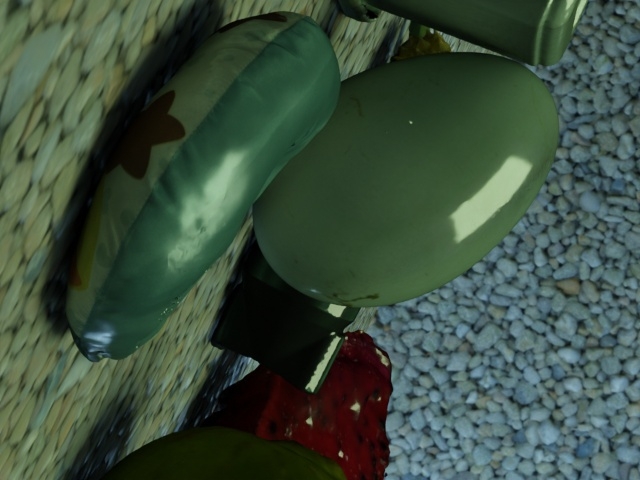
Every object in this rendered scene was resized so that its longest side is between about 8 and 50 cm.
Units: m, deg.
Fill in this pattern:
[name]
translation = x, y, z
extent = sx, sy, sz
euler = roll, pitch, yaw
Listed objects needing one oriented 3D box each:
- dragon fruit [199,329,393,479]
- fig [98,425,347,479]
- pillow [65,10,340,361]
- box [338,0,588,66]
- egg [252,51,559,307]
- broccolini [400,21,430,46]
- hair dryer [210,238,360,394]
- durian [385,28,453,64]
[dragon fruit]
translation = -0.012, 0.235, 1.889
extent = 0.302, 0.240, 0.330
euler = -44, -176, 46
[fig]
translation = -0.094, 0.290, 1.370
extent = 0.326, 0.258, 0.258
euler = -47, 170, -11
[pillow]
translation = -0.069, -0.030, 1.066
extent = 0.233, 0.086, 0.214
euler = -57, 175, -41
[box]
translation = 0.124, -0.232, 1.412
extent = 0.312, 0.182, 0.175
euler = 20, 96, -84
[egg]
translation = 0.070, -0.052, 1.485
extent = 0.264, 0.183, 0.183
euler = -29, 171, -2
[broccolini]
translation = 0.109, -0.225, 1.952
extent = 0.051, 0.054, 0.239
euler = -45, 162, -29
[hair dryer]
translation = 0.000, 0.000, 1.730
extent = 0.244, 0.116, 0.302
euler = -63, -179, 5
[durian]
translation = 0.105, -0.125, 1.906
extent = 0.165, 0.132, 0.182
euler = -54, 177, 16
